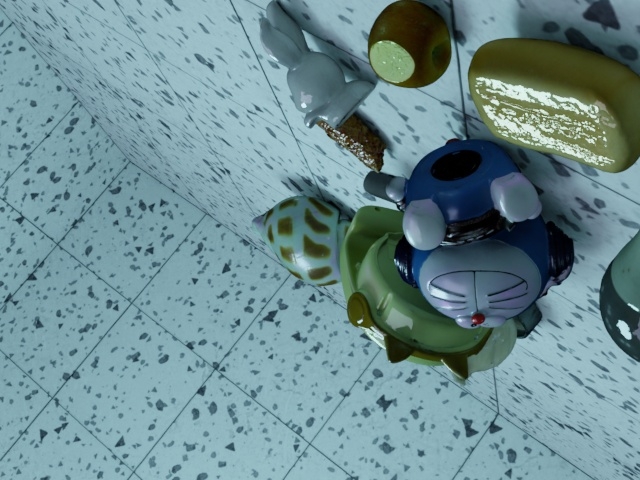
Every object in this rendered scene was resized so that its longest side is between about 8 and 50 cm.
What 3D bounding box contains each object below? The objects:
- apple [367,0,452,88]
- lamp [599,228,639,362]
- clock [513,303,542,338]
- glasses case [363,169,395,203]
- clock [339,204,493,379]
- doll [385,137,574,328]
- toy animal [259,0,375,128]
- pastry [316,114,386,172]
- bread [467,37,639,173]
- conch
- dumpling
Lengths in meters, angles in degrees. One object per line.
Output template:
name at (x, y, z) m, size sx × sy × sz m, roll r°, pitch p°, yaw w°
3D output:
apple at (0.118, -0.252, 1.072) m, size 0.102 × 0.099 × 0.114 m, roll 25°, pitch 139°, yaw 20°
lamp at (0.429, 0.032, 1.050) m, size 0.182 × 0.182 × 0.314 m, roll 23°, pitch 151°, yaw 52°
clock at (0.355, 0.115, 1.840) m, size 0.280 × 0.055 × 0.280 m, roll 36°, pitch 168°, yaw 9°
glasses case at (0.167, -0.090, 1.677) m, size 0.072 × 0.042 × 0.190 m, roll 38°, pitch 171°, yaw -40°
clock at (0.186, 0.095, 1.519) m, size 0.286 × 0.117 × 0.348 m, roll 14°, pitch -142°, yaw -13°
doll at (0.249, 0.000, 1.321) m, size 0.284 × 0.240 × 0.310 m, roll -8°, pitch 129°, yaw 21°
toy animal at (-0.031, -0.278, 1.370) m, size 0.220 × 0.104 × 0.131 m, roll 41°, pitch 139°, yaw -6°
pastry at (0.062, -0.197, 1.545) m, size 0.169 × 0.063 × 0.087 m, roll 37°, pitch 178°, yaw -20°
bread at (0.272, -0.163, 0.940) m, size 0.217 × 0.098 × 0.147 m, roll 26°, pitch 162°, yaw 38°
conch at (-0.001, 0.000, 2.148) m, size 0.368 × 0.197 × 0.249 m, roll 34°, pitch -155°, yaw 4°
dumpling at (0.322, 0.212, 1.726) m, size 0.131 × 0.179 × 0.252 m, roll 34°, pitch 168°, yaw 21°
